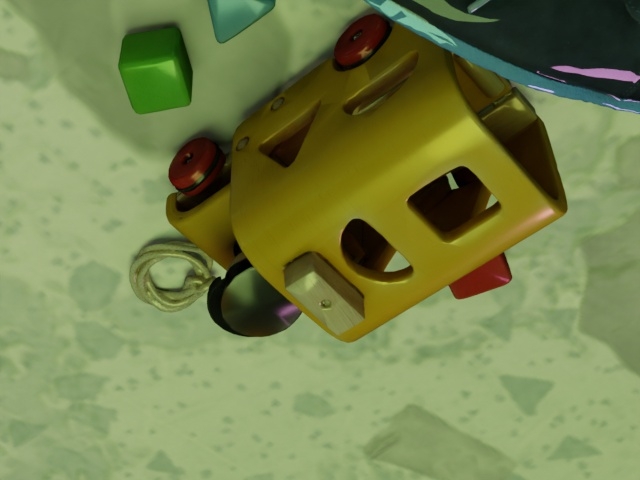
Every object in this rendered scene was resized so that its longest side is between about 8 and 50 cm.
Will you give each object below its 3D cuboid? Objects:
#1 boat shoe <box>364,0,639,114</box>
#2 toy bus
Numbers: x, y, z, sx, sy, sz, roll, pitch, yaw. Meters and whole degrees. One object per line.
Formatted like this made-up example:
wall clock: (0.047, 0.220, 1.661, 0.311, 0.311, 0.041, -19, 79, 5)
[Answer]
boat shoe: (0.117, -0.108, 0.486, 0.258, 0.109, 0.089, 9, 122, -29)
toy bus: (0.006, -0.009, 0.539, 0.190, 0.104, 0.202, 3, 129, -4)
